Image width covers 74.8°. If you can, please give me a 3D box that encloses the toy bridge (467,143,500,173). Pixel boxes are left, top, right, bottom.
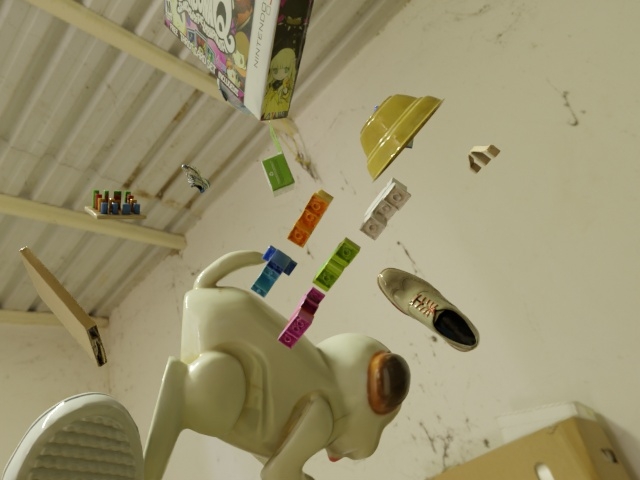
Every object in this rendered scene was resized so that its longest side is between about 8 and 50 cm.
[{"bbox_3d":[0.468,-0.247,1.230,0.026,0.063,0.188,-49,-7,-2],"label":"toy bridge"}]

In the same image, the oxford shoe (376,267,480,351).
[{"bbox_3d":[0.313,0.186,1.212,0.123,0.348,0.130,-55,-17,-4],"label":"oxford shoe"}]

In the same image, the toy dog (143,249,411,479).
[{"bbox_3d":[-0.057,0.245,0.724,0.407,0.395,0.284,15,-28,-15],"label":"toy dog"}]

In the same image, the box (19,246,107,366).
[{"bbox_3d":[-0.463,0.125,0.761,0.021,0.201,0.164,-37,-19,-37],"label":"box"}]

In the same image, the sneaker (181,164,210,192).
[{"bbox_3d":[-0.481,-0.234,1.601,0.052,0.058,0.135,-2,-37,41],"label":"sneaker"}]

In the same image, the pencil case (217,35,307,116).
[{"bbox_3d":[-0.119,-0.399,0.923,0.113,0.273,0.124,1,-36,27],"label":"pencil case"}]

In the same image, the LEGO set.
[{"bbox_3d":[0.000,0.000,0.463,0.087,0.093,0.227,34,-62,-3],"label":"LEGO set"}]

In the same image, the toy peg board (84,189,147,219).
[{"bbox_3d":[-0.713,-0.128,1.460,0.161,0.160,0.079,-4,-74,-42],"label":"toy peg board"}]

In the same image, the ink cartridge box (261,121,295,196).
[{"bbox_3d":[-0.193,-0.318,1.681,0.097,0.255,0.189,-23,0,-5],"label":"ink cartridge box"}]

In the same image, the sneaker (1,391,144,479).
[{"bbox_3d":[-0.268,0.286,0.443,0.126,0.127,0.321,-4,-70,-41],"label":"sneaker"}]

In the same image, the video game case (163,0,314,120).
[{"bbox_3d":[-0.090,-0.270,0.413,0.041,0.232,0.210,-21,-33,-35],"label":"video game case"}]

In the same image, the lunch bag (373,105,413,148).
[{"bbox_3d":[0.245,-0.385,1.421,0.151,0.096,0.129,3,-69,-13],"label":"lunch bag"}]

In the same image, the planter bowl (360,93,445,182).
[{"bbox_3d":[0.145,-0.228,0.852,0.217,0.090,0.217,-48,-2,-2],"label":"planter bowl"}]
